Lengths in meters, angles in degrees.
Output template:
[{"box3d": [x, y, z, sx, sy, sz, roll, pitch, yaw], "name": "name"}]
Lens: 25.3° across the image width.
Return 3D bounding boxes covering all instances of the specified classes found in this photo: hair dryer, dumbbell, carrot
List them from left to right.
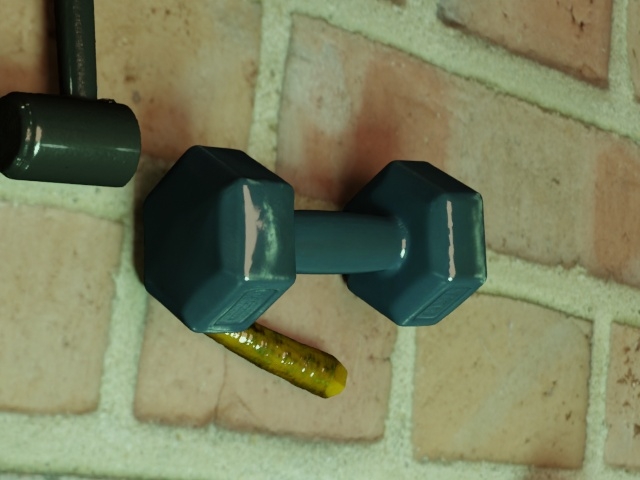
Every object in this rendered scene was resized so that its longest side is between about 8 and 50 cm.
[{"box3d": [-0.206, -0.167, 1.128, 0.114, 0.070, 0.248, 1, 84, -43], "name": "hair dryer"}, {"box3d": [-0.042, 0.099, 1.285, 0.171, 0.042, 0.042, 31, 68, -35], "name": "carrot"}, {"box3d": [0.000, 0.001, 1.254, 0.316, 0.144, 0.156, 1, 85, -43], "name": "dumbbell"}]
